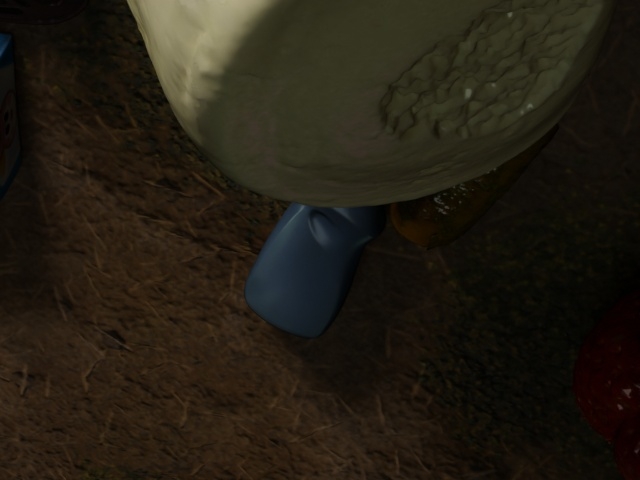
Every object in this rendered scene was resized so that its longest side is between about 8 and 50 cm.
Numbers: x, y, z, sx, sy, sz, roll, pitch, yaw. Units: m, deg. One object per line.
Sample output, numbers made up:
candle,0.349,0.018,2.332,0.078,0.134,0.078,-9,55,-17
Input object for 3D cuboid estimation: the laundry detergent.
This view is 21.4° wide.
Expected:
laundry detergent,0.001,-0.001,1.595,0.097,0.061,0.206,29,129,3

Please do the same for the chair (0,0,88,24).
chair,-0.297,-0.311,1.401,0.175,0.183,0.326,7,174,9

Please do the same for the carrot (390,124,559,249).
carrot,0.131,-0.064,1.497,0.082,0.082,0.173,34,122,-12

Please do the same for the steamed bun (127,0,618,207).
steamed bun,-0.008,-0.231,1.129,0.290,0.371,0.456,-25,158,-5

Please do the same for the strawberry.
strawberry,0.364,0.151,1.519,0.238,0.250,0.288,-18,152,-11

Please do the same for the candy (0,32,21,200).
candy,-0.441,-0.134,1.591,0.306,0.100,0.157,10,128,9
